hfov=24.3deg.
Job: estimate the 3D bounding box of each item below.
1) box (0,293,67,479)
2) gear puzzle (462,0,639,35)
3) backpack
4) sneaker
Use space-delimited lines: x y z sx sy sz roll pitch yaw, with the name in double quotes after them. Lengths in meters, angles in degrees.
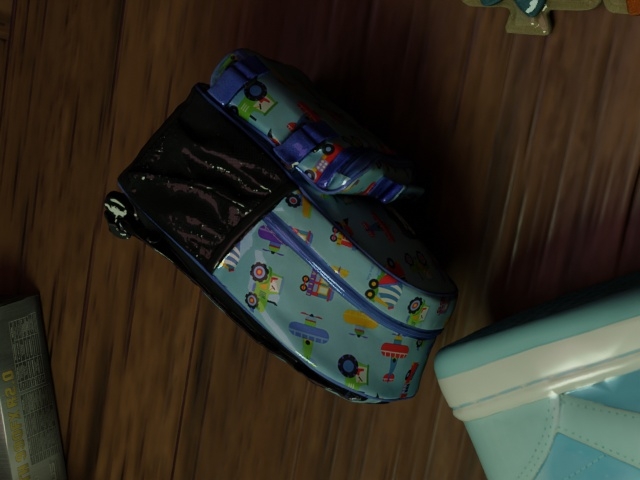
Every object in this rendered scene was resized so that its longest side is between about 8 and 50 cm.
-0.259 0.155 1.001 0.183 0.056 0.231 -3 98 30 "box"
0.212 -0.175 0.681 0.339 0.044 0.175 8 103 28 "gear puzzle"
0.000 0.000 0.769 0.173 0.158 0.117 43 100 18 "backpack"
0.219 0.105 0.690 0.319 0.127 0.208 -19 88 40 "sneaker"
